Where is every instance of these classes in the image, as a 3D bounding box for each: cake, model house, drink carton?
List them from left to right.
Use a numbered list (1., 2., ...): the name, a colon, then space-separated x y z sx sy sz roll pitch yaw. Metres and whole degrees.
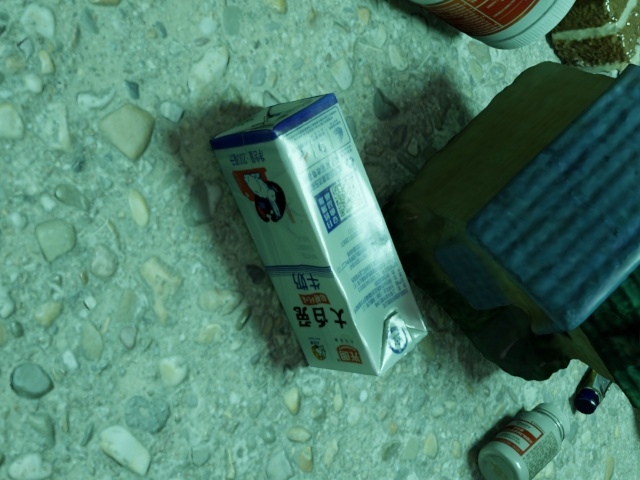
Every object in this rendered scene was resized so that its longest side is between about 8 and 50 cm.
1. drink carton: 0.000 0.000 1.065 0.106 0.130 0.315 -34 111 -34
2. model house: 0.337 0.029 1.151 0.334 0.342 0.382 -44 120 -7
3. cake: 0.436 -0.349 1.439 0.147 0.134 0.135 53 58 -36

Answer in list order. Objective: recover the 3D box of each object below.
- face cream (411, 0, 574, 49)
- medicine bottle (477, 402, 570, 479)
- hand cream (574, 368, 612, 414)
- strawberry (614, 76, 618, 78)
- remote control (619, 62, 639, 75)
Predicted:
1. face cream: 0.215 -0.376 1.206 0.187 0.201 0.201 19 77 -38
2. medicine bottle: 0.298 0.297 1.333 0.140 0.079 0.079 -30 108 -36
3. hand cream: 0.464 0.226 1.505 0.163 0.039 0.062 -35 109 -41
4. strawberry: 0.410 -0.151 1.431 0.306 0.138 0.233 10 62 -14
5. remote control: 0.591 -0.282 1.625 0.190 0.029 0.087 21 76 -38
